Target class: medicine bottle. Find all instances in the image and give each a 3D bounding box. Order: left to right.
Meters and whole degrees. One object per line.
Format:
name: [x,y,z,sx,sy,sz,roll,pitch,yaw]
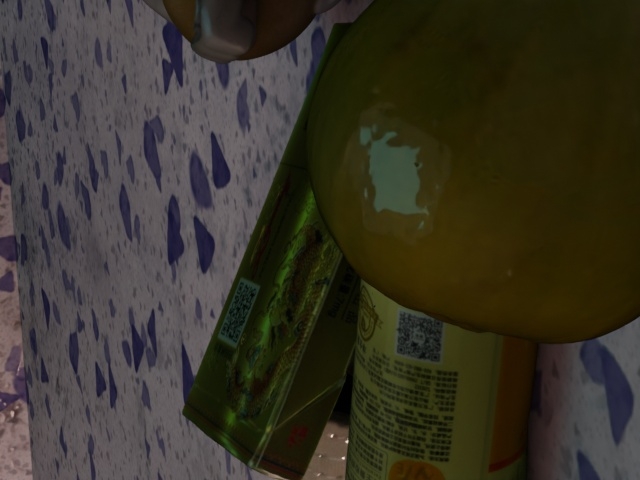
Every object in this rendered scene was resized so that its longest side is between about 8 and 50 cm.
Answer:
medicine bottle: [0.076,0.110,1.079,0.124,0.124,0.239,-133,41,-59]

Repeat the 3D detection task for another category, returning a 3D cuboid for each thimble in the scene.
thimble: [0.020,0.131,1.240,0.102,0.115,0.090,-116,29,-48]

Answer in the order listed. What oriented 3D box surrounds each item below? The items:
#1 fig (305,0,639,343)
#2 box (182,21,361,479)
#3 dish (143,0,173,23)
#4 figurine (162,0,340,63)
fig: [0.100,-0.067,0.845,0.207,0.207,0.230,-179,100,-70]
box: [0.000,0.000,1.172,0.311,0.043,0.173,-68,21,-2]
dish: [-0.155,-0.336,1.583,0.316,0.106,0.317,173,90,-70]
figurine: [-0.053,-0.264,1.238,0.342,0.167,0.285,-50,-23,-52]
